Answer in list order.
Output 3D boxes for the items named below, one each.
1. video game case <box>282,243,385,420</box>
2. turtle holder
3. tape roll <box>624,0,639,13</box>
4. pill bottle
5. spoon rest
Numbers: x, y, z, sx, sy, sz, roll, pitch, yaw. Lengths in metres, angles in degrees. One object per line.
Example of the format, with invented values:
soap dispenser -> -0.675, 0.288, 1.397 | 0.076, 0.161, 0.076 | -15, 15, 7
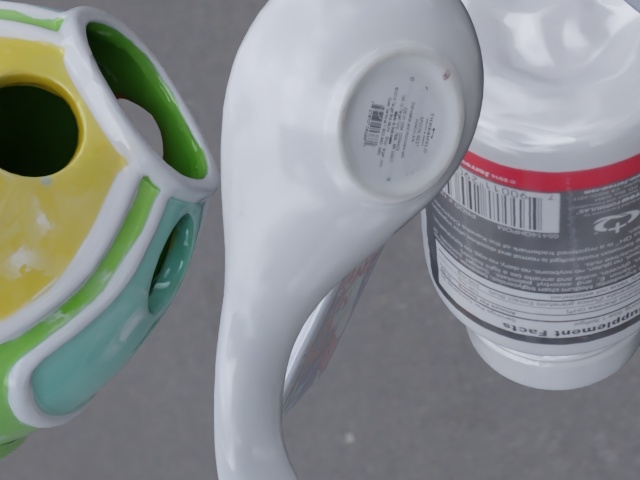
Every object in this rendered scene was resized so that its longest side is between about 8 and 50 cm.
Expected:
video game case -> 0.008, 0.043, 1.347 | 0.023, 0.201, 0.183 | 27, 106, 6
turtle holder -> -0.194, -0.025, 0.947 | 0.227, 0.320, 0.243 | -31, 59, 12
tape roll -> 0.176, -0.128, 0.505 | 0.219, 0.219, 0.072 | 35, 146, 40
pill bottle -> 0.150, -0.036, 1.189 | 0.176, 0.176, 0.318 | 50, 164, 30
spoon rest -> 0.000, 0.000, 0.885 | 0.084, 0.137, 0.276 | 23, 101, 55
